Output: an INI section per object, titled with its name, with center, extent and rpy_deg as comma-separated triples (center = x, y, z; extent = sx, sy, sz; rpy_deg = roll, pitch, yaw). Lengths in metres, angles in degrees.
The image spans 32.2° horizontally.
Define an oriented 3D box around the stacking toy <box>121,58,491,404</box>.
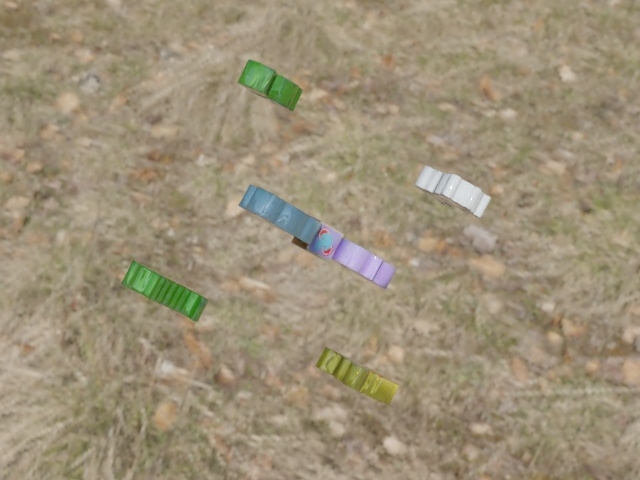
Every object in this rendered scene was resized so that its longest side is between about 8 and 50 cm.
[stacking toy]
center = 0.000, 0.000, 0.744
extent = 0.221, 0.167, 0.052
rpy_deg = 28, -1, -33
